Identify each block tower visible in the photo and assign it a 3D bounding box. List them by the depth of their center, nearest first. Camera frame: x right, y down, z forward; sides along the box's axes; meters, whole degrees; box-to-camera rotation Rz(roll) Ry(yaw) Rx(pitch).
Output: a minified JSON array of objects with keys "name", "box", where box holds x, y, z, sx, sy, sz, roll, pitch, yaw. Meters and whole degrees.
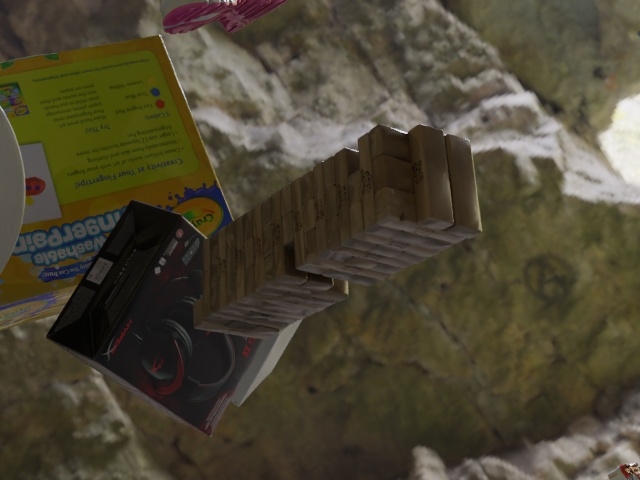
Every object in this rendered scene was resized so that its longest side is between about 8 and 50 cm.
[{"name":"block tower","box":[0.000,0.000,1.016,0.091,0.097,0.335,14,-29,-33]}]

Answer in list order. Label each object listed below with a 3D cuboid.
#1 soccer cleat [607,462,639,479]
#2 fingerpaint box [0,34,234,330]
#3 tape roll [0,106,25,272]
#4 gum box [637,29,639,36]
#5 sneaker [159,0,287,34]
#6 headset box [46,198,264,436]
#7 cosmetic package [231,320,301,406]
[{"name":"soccer cleat","box":[0.442,0.339,1.567,0.035,0.029,0.083,-32,-28,24]},{"name":"fingerpaint box","box":[-0.404,-0.086,1.666,0.444,0.371,0.163,-17,-11,-30]},{"name":"tape roll","box":[-0.558,-0.068,1.322,0.392,0.392,0.072,-29,12,-33]},{"name":"gum box","box":[0.574,-0.326,1.551,0.041,0.184,0.157,23,-80,-47]},{"name":"sneaker","box":[-0.122,-0.333,1.371,0.103,0.111,0.252,-23,-1,29]},{"name":"headset box","box":[-0.194,0.116,1.481,0.110,0.293,0.218,17,70,40]},{"name":"cosmetic package","box":[-0.095,0.166,1.738,0.099,0.060,0.239,-47,-9,-40]}]
